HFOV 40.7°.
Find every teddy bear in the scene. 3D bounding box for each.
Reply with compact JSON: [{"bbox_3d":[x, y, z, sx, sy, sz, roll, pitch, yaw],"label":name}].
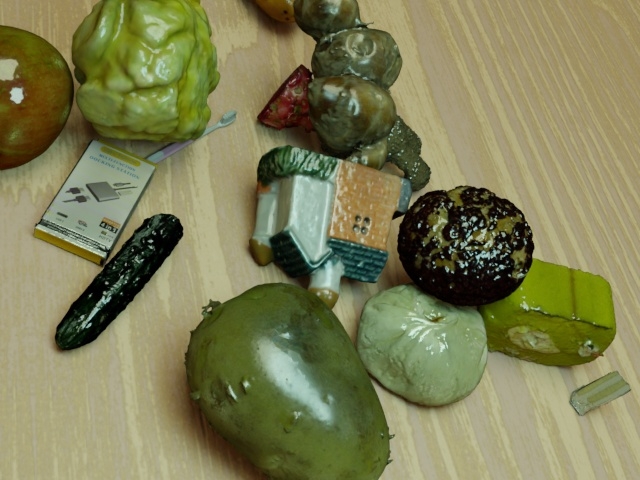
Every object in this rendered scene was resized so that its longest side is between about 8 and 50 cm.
[{"bbox_3d":[0.122,-0.210,1.789,0.251,0.129,0.182,11,49,-18],"label":"teddy bear"}]

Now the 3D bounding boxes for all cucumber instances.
[{"bbox_3d":[-0.324,0.064,1.407,0.072,0.081,0.303,52,44,-21],"label":"cucumber"}]

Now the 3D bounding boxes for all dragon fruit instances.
[{"bbox_3d":[-0.047,-0.273,1.769,0.111,0.153,0.153,42,47,-13],"label":"dragon fruit"}]

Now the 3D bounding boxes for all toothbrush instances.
[{"bbox_3d":[-0.261,-0.192,1.668,0.020,0.025,0.286,44,50,10],"label":"toothbrush"}]

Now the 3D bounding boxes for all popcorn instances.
[{"bbox_3d":[-0.299,-0.330,1.548,0.294,0.292,0.334,24,34,-31],"label":"popcorn"}]

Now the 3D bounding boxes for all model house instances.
[{"bbox_3d":[0.000,0.000,1.573,0.271,0.190,0.300,15,75,-22],"label":"model house"}]

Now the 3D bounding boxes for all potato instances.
[{"bbox_3d":[-0.048,0.234,1.309,0.270,0.219,0.359,-18,66,-42],"label":"potato"}]

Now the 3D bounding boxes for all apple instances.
[{"bbox_3d":[-0.545,-0.246,1.474,0.246,0.246,0.226,39,30,8],"label":"apple"}]

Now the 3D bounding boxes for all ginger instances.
[{"bbox_3d":[0.056,-0.301,1.667,0.256,0.176,0.375,20,59,-49],"label":"ginger"}]

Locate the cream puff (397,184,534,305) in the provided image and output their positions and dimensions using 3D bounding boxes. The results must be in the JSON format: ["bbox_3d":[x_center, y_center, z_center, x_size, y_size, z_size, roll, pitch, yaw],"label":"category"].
[{"bbox_3d":[0.253,-0.001,1.503,0.239,0.164,0.239,0,32,0],"label":"cream puff"}]

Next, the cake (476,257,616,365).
[{"bbox_3d":[0.415,0.140,1.623,0.261,0.179,0.156,15,49,-10],"label":"cake"}]

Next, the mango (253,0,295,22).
[{"bbox_3d":[-0.093,-0.617,1.991,0.191,0.160,0.290,-1,59,-36],"label":"mango"}]

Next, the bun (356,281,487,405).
[{"bbox_3d":[0.189,0.174,1.513,0.244,0.153,0.243,11,56,-16],"label":"bun"}]

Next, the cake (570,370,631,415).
[{"bbox_3d":[0.531,0.277,1.609,0.065,0.121,0.052,-10,66,-40],"label":"cake"}]

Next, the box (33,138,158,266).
[{"bbox_3d":[-0.385,-0.079,1.505,0.129,0.033,0.247,23,53,-5],"label":"box"}]
